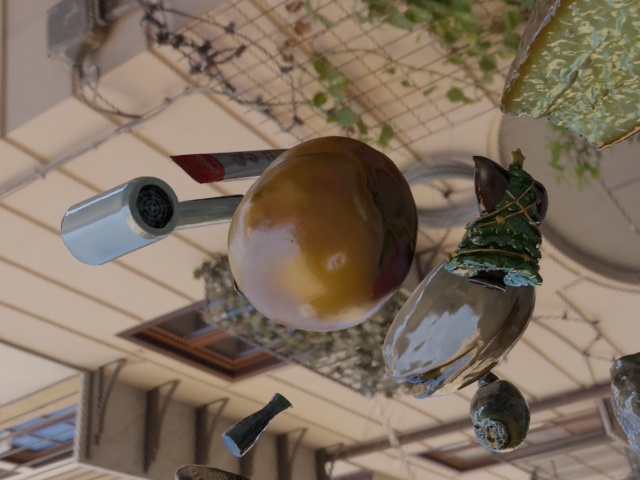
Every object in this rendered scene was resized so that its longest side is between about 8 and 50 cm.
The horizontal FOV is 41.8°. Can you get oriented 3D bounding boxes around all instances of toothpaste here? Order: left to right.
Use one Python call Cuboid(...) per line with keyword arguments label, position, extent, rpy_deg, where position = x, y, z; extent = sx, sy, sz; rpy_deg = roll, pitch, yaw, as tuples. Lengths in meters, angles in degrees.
Cuboid(label="toothpaste", position=(-0.071, -0.077, 0.853), extent=(0.048, 0.031, 0.190), rpy_deg=(41, -152, 23))

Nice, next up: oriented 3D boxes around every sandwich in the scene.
Cuboid(label="sandwich", position=(0.196, -0.154, 0.446), extent=(0.122, 0.236, 0.128), rpy_deg=(21, -163, -6))

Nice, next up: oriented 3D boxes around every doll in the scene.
Cuboid(label="doll", position=(0.149, -0.014, 0.647), extent=(0.078, 0.113, 0.076), rpy_deg=(19, -174, -29))

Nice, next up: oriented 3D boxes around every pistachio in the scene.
Cuboid(label="pistachio", position=(0.172, 0.102, 1.033), extent=(0.138, 0.238, 0.153), rpy_deg=(37, -149, -2))

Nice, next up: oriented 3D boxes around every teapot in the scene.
Cuboid(label="teapot", position=(-0.090, 0.266, 1.227), extent=(0.110, 0.043, 0.043), rpy_deg=(-37, -75, -32))

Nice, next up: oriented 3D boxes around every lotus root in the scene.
Cuboid(label="lotus root", position=(0.250, 0.238, 1.167), extent=(0.088, 0.088, 0.165), rpy_deg=(62, -168, -10))

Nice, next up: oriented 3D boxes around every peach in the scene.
Cuboid(label="peach", position=(0.000, 0.000, 0.585), extent=(0.138, 0.138, 0.138), rpy_deg=(41, -143, -41))

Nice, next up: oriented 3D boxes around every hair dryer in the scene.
Cuboid(label="hair dryer", position=(-0.156, -0.026, 0.949), extent=(0.236, 0.131, 0.073), rpy_deg=(-6, -98, -48))

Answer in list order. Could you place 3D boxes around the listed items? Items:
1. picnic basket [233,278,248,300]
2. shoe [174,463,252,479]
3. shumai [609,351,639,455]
Cuboid(label="picnic basket", position=(-0.062, 0.041, 0.961), extent=(0.072, 0.072, 0.083), rpy_deg=(51, -149, -30))
Cuboid(label="shoe", position=(-0.059, 0.363, 1.044), extent=(0.103, 0.275, 0.098), rpy_deg=(-105, 33, -89))
Cuboid(label="shumai", position=(0.577, 0.311, 1.275), extent=(0.267, 0.314, 0.262), rpy_deg=(-52, -28, -47))
